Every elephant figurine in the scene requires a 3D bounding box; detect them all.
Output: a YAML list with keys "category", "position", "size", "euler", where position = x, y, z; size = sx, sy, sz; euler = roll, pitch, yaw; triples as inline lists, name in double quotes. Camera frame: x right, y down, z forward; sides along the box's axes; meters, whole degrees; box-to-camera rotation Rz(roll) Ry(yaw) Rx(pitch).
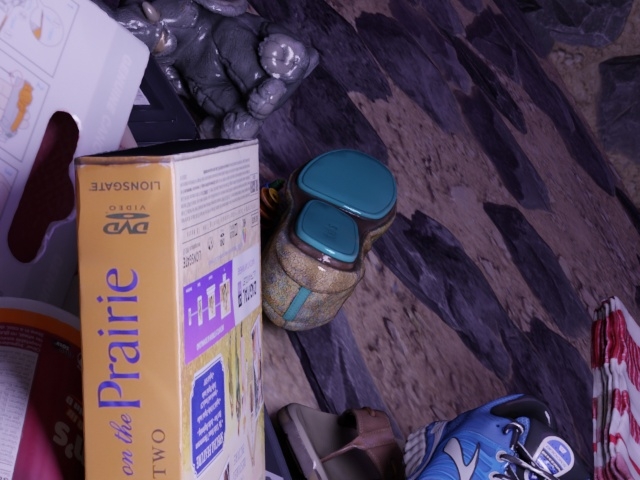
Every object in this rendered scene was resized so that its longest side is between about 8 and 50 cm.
- category: "elephant figurine"
  position: [-0.134, -0.216, 1.913]
  size: [0.239, 0.169, 0.186]
  euler: [38, -9, 0]

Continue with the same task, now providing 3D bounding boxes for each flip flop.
- category: "flip flop"
  position: [0.048, 0.199, 1.729]
  size: [0.277, 0.080, 0.112]
  euler: [23, 36, -55]

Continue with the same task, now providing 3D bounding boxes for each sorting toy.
- category: "sorting toy"
  position: [-0.066, -0.058, 1.944]
  size: [0.061, 0.042, 0.102]
  euler: [22, 37, -56]

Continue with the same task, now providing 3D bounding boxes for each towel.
- category: "towel"
  position: [0.331, 0.207, 1.662]
  size: [0.237, 0.037, 0.329]
  euler: [45, 25, -17]

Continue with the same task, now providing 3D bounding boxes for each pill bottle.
- category: "pill bottle"
  position: [-0.187, 0.147, 1.036]
  size: [0.121, 0.121, 0.221]
  euler: [42, 33, -31]

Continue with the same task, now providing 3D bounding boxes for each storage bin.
- category: "storage bin"
  position: [-0.201, -0.115, 1.671]
  size: [0.122, 0.084, 0.180]
  euler: [57, 21, 9]

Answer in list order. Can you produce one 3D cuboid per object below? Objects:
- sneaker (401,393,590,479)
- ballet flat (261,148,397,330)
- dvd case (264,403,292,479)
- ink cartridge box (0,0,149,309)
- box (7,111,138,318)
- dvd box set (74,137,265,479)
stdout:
- category: "sneaker"
  position: [0.137, 0.211, 1.517]
  size: [0.130, 0.147, 0.330]
  euler: [50, 21, -12]
- category: "ballet flat"
  position: [0.000, 0.000, 1.899]
  size: [0.123, 0.123, 0.348]
  euler: [51, 18, -9]
- category: "dvd case"
  position: [-0.113, 0.143, 1.532]
  size: [0.239, 0.030, 0.179]
  euler: [29, 32, -49]
- category: "ink cartridge box"
  position: [-0.310, -0.101, 1.166]
  size: [0.385, 0.091, 0.308]
  euler: [37, 53, -32]
- category: "box"
  position: [-0.194, -0.032, 1.347]
  size: [0.232, 0.127, 0.148]
  euler: [63, 5, 8]
- category: "dvd box set"
  position: [-0.083, 0.149, 1.139]
  size: [0.307, 0.062, 0.420]
  euler: [-40, 129, -81]
